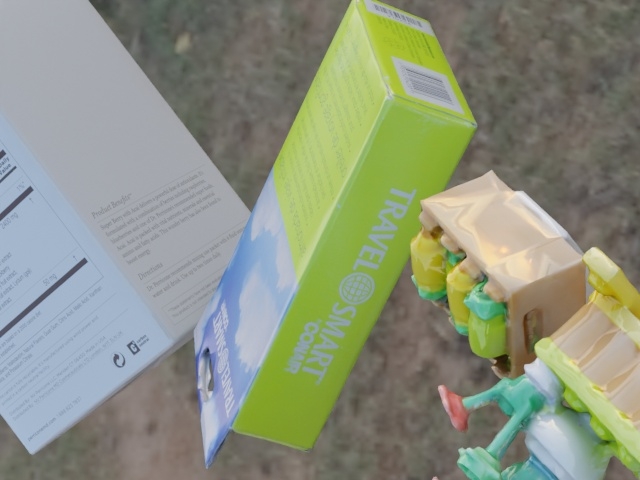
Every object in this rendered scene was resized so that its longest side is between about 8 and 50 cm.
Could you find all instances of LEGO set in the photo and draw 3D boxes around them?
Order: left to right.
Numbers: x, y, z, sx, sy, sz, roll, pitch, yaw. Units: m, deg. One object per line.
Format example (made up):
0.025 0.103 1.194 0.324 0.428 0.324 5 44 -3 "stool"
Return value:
0.091 0.108 0.356 0.107 0.132 0.287 -43 75 2 "LEGO set"

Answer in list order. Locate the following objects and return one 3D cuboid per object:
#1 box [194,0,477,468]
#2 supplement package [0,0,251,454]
0.000 0.000 0.643 0.109 0.042 0.178 -103 35 -60 "box"
-0.204 -0.028 1.157 0.175 0.177 0.293 -38 88 32 "supplement package"
